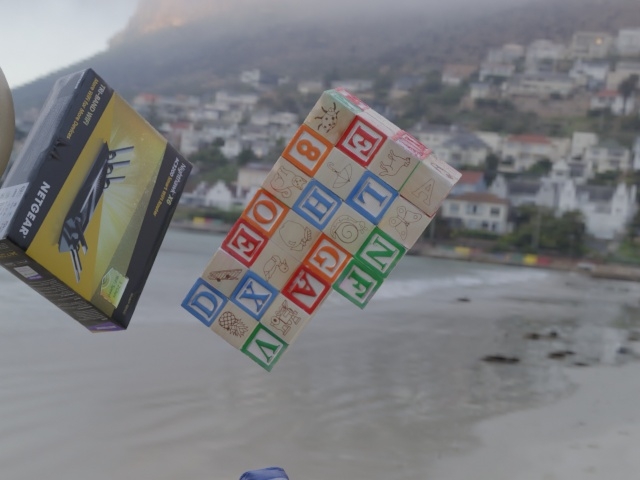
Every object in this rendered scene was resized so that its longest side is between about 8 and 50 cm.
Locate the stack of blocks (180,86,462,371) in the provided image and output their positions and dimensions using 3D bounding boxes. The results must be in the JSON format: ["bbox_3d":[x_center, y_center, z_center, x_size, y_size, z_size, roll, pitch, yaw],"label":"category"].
[{"bbox_3d":[0.000,0.000,1.205,0.171,0.297,0.087,37,16,4],"label":"stack of blocks"}]

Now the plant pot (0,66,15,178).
[{"bbox_3d":[-0.473,-0.149,1.220,0.284,0.284,0.191,6,-8,-28],"label":"plant pot"}]

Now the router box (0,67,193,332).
[{"bbox_3d":[-0.335,-0.056,1.580,0.081,0.308,0.243,-8,-39,37],"label":"router box"}]

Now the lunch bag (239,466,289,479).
[{"bbox_3d":[-0.065,0.346,1.372,0.067,0.098,0.065,-9,17,-15],"label":"lunch bag"}]
